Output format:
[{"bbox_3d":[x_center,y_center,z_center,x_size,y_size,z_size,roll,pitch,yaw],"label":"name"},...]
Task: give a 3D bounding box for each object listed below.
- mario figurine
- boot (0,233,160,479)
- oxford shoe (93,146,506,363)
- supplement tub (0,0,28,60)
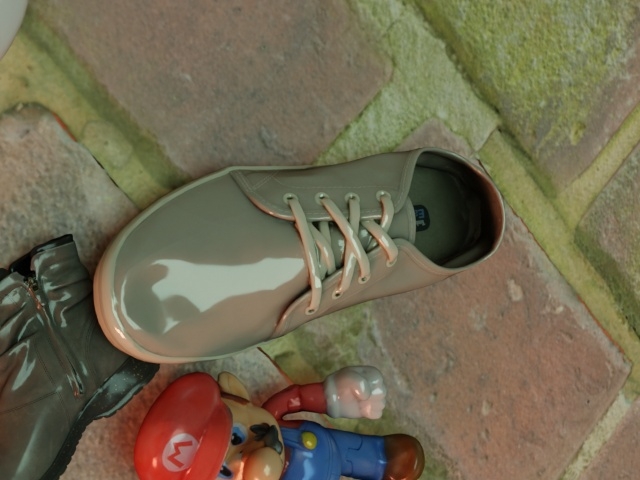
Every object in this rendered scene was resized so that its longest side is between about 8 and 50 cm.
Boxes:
[{"bbox_3d":[-0.025,0.217,1.146,0.320,0.170,0.198,23,46,-40],"label":"mario figurine"},{"bbox_3d":[-0.263,0.119,1.053,0.246,0.083,0.161,-48,112,-30],"label":"boot"},{"bbox_3d":[0.000,0.000,1.162,0.449,0.130,0.169,-14,94,-35],"label":"oxford shoe"},{"bbox_3d":[-0.354,-0.178,0.815,0.228,0.316,0.228,-3,94,-39],"label":"supplement tub"}]
